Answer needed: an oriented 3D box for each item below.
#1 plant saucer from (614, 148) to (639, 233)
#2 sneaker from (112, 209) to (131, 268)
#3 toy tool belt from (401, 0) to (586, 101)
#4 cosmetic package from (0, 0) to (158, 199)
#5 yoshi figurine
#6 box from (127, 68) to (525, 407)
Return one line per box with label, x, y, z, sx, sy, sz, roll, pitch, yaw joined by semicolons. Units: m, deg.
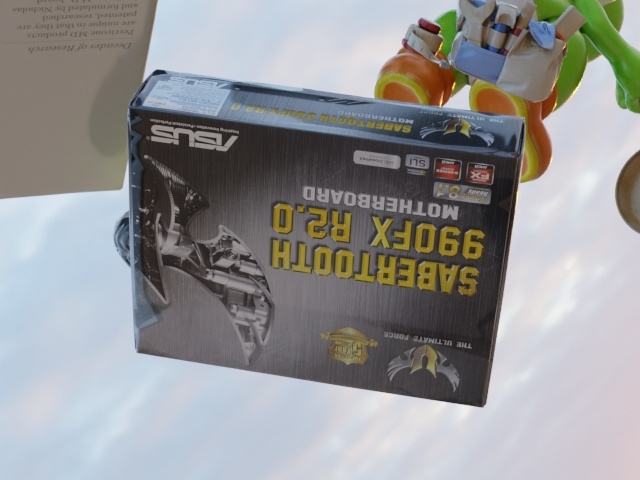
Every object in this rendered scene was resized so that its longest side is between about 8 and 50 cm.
plant saucer;0.271;-0.038;1.121;0.083;0.083;0.015;-50;-32;1
sneaker;-0.020;-0.022;1.481;0.145;0.385;0.147;75;-165;-54
toy tool belt;0.089;-0.108;0.738;0.052;0.083;0.051;-89;20;-73
cosmetic package;-0.259;-0.263;1.395;0.162;0.230;0.453;-5;-33;-19
yoshi figurine;0.192;-0.176;1.288;0.203;0.203;0.362;-35;14;51
box;0.000;0.000;0.890;0.056;0.231;0.183;-69;-14;-57
